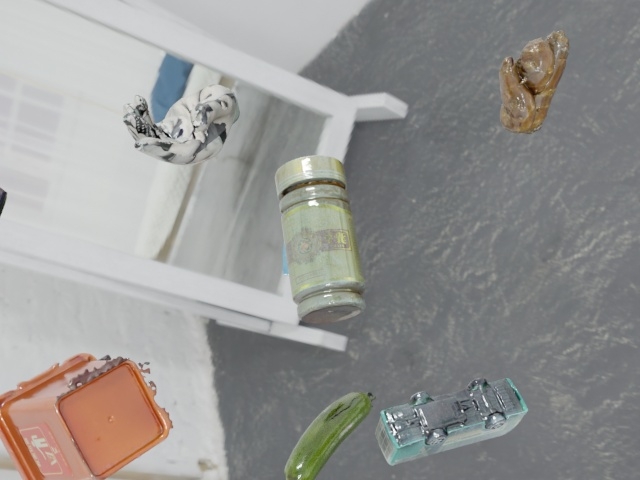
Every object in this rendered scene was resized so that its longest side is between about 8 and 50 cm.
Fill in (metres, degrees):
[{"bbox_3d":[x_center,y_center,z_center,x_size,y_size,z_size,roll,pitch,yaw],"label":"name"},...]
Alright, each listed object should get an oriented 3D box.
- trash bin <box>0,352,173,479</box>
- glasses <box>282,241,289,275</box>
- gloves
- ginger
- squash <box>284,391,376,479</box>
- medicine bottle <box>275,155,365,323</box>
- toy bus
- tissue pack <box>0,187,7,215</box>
[{"bbox_3d":[-0.295,0.229,1.037,0.239,0.184,0.161,-22,96,52],"label":"trash bin"},{"bbox_3d":[-0.032,-0.020,1.898,0.088,0.189,0.220,2,83,7],"label":"glasses"},{"bbox_3d":[-0.181,-0.145,1.052,0.128,0.212,0.111,11,124,16],"label":"gloves"},{"bbox_3d":[0.303,-0.231,1.173,0.073,0.103,0.162,30,121,27],"label":"ginger"},{"bbox_3d":[0.016,0.380,1.558,0.080,0.318,0.071,41,137,5],"label":"squash"},{"bbox_3d":[0.000,0.000,1.656,0.151,0.151,0.322,-26,64,38],"label":"medicine bottle"},{"bbox_3d":[0.226,0.312,1.387,0.109,0.262,0.091,106,149,-46],"label":"toy bus"},{"bbox_3d":[-0.547,-0.010,1.102,0.073,0.173,0.235,-16,51,29],"label":"tissue pack"}]
